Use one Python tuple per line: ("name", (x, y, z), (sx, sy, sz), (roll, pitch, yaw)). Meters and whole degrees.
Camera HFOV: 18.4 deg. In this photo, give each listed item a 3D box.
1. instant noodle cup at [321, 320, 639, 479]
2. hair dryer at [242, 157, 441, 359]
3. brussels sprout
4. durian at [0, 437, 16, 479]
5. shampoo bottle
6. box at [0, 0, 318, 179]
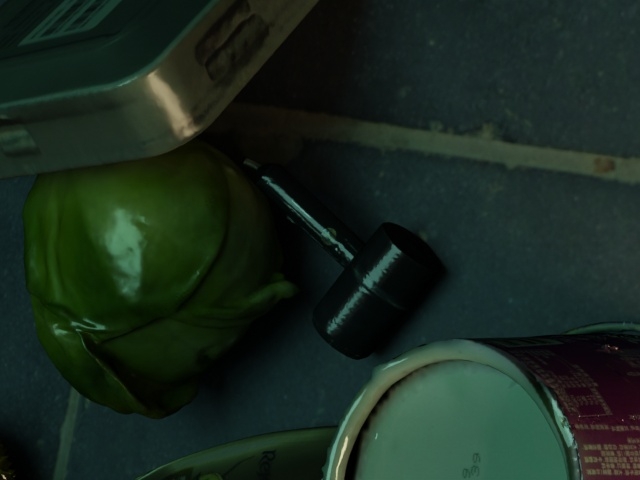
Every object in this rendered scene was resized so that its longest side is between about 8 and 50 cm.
("instant noodle cup", (0.176, 0.222, 1.628), (0.339, 0.266, 0.340), (-7, 79, 37))
("hair dryer", (0.000, 0.000, 1.895), (0.219, 0.071, 0.124), (45, 108, 12))
("brussels sprout", (-0.167, 0.024, 1.959), (0.259, 0.227, 0.294), (-29, 70, 31))
("durian", (-0.422, 0.297, 2.150), (0.200, 0.176, 0.237), (28, 105, 28))
("shampoo bottle", (-0.037, 0.248, 1.910), (0.350, 0.084, 0.126), (-17, 73, 35))
("box", (-0.200, -0.209, 1.960), (0.396, 0.396, 0.111), (-7, 122, 37))
